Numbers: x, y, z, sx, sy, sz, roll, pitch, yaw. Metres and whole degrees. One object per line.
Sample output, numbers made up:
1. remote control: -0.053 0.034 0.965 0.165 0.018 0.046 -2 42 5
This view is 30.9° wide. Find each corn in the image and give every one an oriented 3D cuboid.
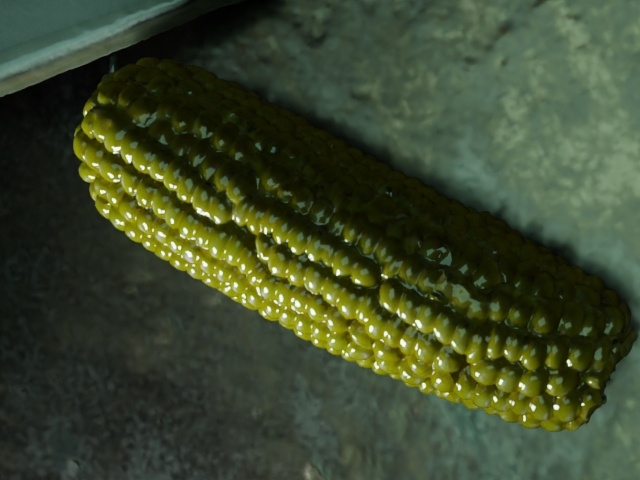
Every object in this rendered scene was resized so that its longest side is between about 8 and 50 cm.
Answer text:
1. corn: 0.000 0.000 0.570 0.310 0.101 0.101 31 100 15

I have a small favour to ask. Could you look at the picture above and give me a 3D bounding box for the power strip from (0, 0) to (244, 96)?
1. power strip: -0.156 -0.181 0.638 0.213 0.064 0.198 -18 83 5
